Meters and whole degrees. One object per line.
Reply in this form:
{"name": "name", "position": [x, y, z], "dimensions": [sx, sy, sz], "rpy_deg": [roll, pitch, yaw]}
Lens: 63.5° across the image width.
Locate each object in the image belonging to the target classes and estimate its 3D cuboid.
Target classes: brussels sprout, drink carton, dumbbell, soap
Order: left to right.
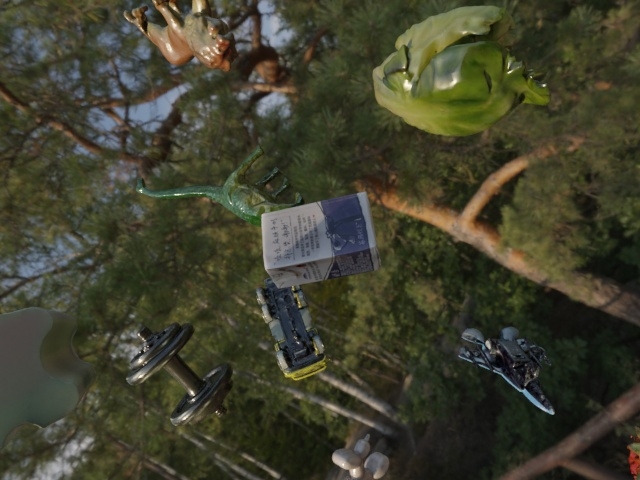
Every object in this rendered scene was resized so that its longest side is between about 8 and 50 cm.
{"name": "soap", "position": [-0.364, 0.156, 0.540], "dimensions": [0.208, 0.115, 0.347], "rpy_deg": [-22, -1, -22]}
{"name": "dumbbell", "position": [-0.331, 0.318, 1.236], "dimensions": [0.192, 0.290, 0.192], "rpy_deg": [-39, 10, 8]}
{"name": "drink carton", "position": [-0.001, 0.001, 1.031], "dimensions": [0.102, 0.222, 0.134], "rpy_deg": [68, -168, -60]}
{"name": "brussels sprout", "position": [0.141, -0.165, 0.549], "dimensions": [0.139, 0.181, 0.100], "rpy_deg": [50, -142, -47]}

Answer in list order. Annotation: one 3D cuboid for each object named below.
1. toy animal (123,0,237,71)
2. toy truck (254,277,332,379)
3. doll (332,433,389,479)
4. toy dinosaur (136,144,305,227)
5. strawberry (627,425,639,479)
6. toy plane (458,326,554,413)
{"name": "toy animal", "position": [-0.245, -0.374, 0.941], "dimensions": [0.097, 0.312, 0.157], "rpy_deg": [-33, -63, -25]}
{"name": "toy truck", "position": [-0.069, 0.223, 1.341], "dimensions": [0.157, 0.124, 0.272], "rpy_deg": [69, 179, -60]}
{"name": "doll", "position": [0.097, 0.537, 1.207], "dimensions": [0.160, 0.059, 0.161], "rpy_deg": [-13, -76, -42]}
{"name": "toy dinosaur", "position": [-0.199, -0.057, 1.154], "dimensions": [0.301, 0.447, 0.087], "rpy_deg": [-38, -15, 2]}
{"name": "strawberry", "position": [0.831, 0.470, 1.012], "dimensions": [0.267, 0.351, 0.312], "rpy_deg": [-55, -9, -40]}
{"name": "toy plane", "position": [0.343, 0.220, 0.908], "dimensions": [0.246, 0.169, 0.078], "rpy_deg": [-115, 26, -78]}
